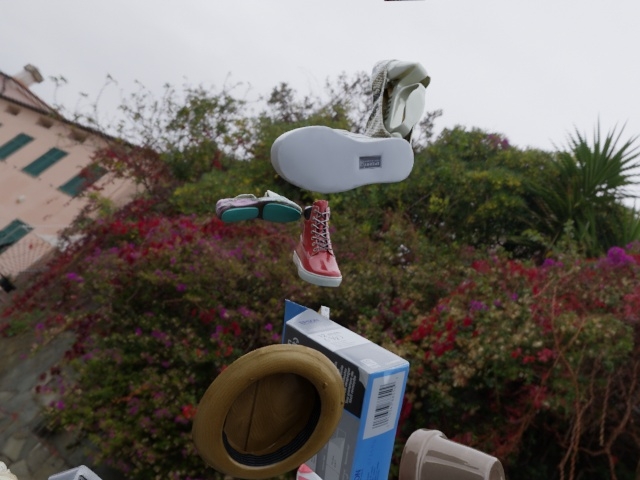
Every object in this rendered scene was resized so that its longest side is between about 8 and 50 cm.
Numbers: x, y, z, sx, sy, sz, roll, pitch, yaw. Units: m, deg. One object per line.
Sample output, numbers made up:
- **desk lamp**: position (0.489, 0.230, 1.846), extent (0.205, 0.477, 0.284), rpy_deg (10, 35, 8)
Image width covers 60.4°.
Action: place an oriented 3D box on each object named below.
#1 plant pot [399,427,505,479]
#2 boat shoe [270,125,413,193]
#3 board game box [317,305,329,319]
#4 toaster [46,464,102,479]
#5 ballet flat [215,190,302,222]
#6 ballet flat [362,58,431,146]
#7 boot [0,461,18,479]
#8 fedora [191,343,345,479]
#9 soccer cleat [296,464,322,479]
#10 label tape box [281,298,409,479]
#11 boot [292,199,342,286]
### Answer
- **plant pot**: position (0.378, 0.671, 1.530), extent (0.229, 0.263, 0.263), rpy_deg (-6, -53, 36)
- **boat shoe**: position (0.025, -0.129, 0.844), extent (0.088, 0.268, 0.096), rpy_deg (14, -70, 49)
- **board game box**: position (-0.008, 0.286, 1.645), extent (0.026, 0.154, 0.103), rpy_deg (20, -53, -13)
- **toaster**: position (-0.582, 0.647, 1.300), extent (0.110, 0.185, 0.168), rpy_deg (-23, -64, 10)
- **ballet flat**: position (-0.157, -0.089, 1.402), extent (0.077, 0.222, 0.079), rpy_deg (107, -28, -45)
- **ballet flat**: position (0.218, -0.373, 1.488), extent (0.164, 0.482, 0.182), rpy_deg (29, -41, -19)
- **boot**: position (-0.608, 0.464, 0.991), extent (0.095, 0.262, 0.203), rpy_deg (33, 11, -20)
- **fedora**: position (-0.066, 0.196, 0.668), extent (0.194, 0.194, 0.079), rpy_deg (59, -3, -28)
- **soccer cleat**: position (0.053, 0.651, 1.434), extent (0.248, 0.095, 0.083), rpy_deg (24, -44, -3)
- **label tape box**: position (-0.009, 0.289, 1.073), extent (0.348, 0.115, 0.249), rpy_deg (21, -72, 44)
- **boot**: position (0.000, 0.000, 1.317), extent (0.088, 0.176, 0.244), rpy_deg (8, 15, -20)
